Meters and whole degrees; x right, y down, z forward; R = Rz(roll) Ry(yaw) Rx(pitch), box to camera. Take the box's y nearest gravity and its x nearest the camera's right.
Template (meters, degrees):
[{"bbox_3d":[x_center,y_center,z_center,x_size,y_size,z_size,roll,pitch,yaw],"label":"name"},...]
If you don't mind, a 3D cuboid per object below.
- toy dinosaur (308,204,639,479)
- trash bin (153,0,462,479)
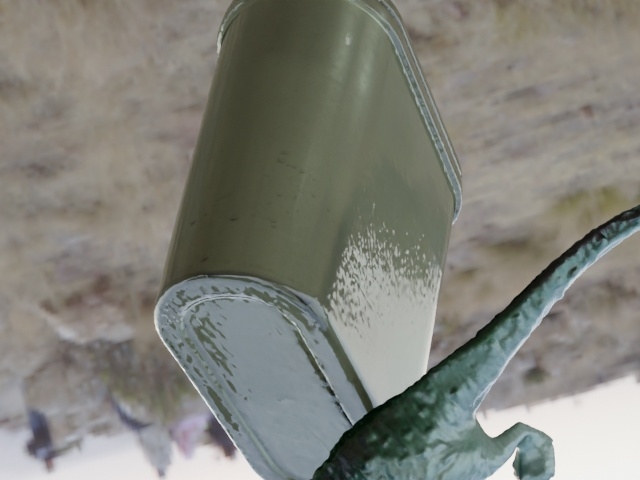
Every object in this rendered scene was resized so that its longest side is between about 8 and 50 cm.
[{"bbox_3d":[0.091,0.100,0.754,0.383,0.076,0.129,-43,139,-9],"label":"toy dinosaur"},{"bbox_3d":[0.000,0.000,0.842,0.121,0.247,0.243,-6,138,21],"label":"trash bin"}]
